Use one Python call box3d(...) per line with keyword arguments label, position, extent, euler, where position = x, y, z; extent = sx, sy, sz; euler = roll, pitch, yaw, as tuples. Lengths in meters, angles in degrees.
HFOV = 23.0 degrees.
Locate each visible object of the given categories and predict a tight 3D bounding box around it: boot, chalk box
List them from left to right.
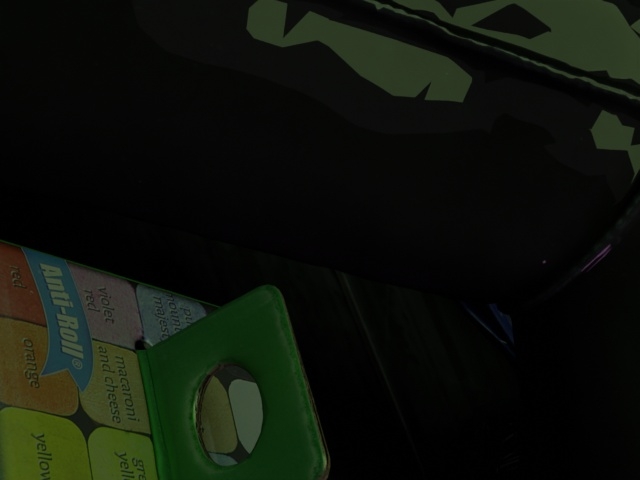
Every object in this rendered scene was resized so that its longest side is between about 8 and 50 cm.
box3d(label="chalk box", position=(-0.084, 0.092, 0.478), extent=(0.132, 0.213, 0.132), euler=(19, 42, -39))
box3d(label="boot", position=(0.000, -0.002, 0.654), extent=(0.445, 0.146, 0.367), euler=(20, 70, -16))

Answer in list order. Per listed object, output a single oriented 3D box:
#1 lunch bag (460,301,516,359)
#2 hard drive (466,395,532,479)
box3d(label="lunch bag", position=(0.142, -0.001, 0.976), extent=(0.129, 0.096, 0.151), euler=(-49, 126, -58))
box3d(label="hard drive", position=(0.150, 0.203, 0.801), extent=(0.172, 0.054, 0.255), euler=(34, 35, -23))
